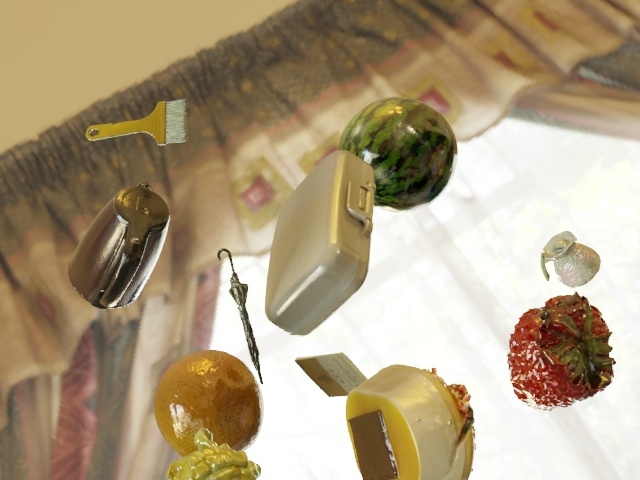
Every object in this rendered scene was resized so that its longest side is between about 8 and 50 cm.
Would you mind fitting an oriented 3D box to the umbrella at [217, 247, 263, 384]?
[{"bbox_3d":[-0.138,0.140,2.086,0.044,0.269,0.044,-19,2,-31],"label":"umbrella"}]

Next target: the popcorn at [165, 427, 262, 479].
[{"bbox_3d":[-0.167,0.376,1.703,0.141,0.162,0.135,-23,10,8],"label":"popcorn"}]

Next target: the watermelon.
[{"bbox_3d":[0.181,-0.202,2.605,0.285,0.285,0.285,-32,-23,-15],"label":"watermelon"}]

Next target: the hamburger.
[{"bbox_3d":[0.154,0.321,1.820,0.151,0.227,0.295,-8,3,-26],"label":"hamburger"}]

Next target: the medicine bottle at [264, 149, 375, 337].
[{"bbox_3d":[0.000,0.000,2.192,0.123,0.375,0.282,32,-53,-20],"label":"medicine bottle"}]

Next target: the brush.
[{"bbox_3d":[-0.340,-0.208,2.024,0.205,0.083,0.011,-6,-14,16],"label":"brush"}]

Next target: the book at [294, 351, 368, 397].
[{"bbox_3d":[0.035,0.318,2.600,0.198,0.138,0.016,-16,30,55],"label":"book"}]

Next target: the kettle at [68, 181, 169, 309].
[{"bbox_3d":[-0.361,0.019,1.980,0.144,0.202,0.232,23,-43,-13],"label":"kettle"}]

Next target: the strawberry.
[{"bbox_3d":[0.508,0.252,2.403,0.261,0.261,0.257,-19,-2,-38],"label":"strawberry"}]

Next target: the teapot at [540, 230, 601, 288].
[{"bbox_3d":[0.329,0.027,1.487,0.083,0.064,0.064,-26,29,38],"label":"teapot"}]

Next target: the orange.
[{"bbox_3d":[-0.261,0.395,2.609,0.274,0.274,0.274,-32,-23,-15],"label":"orange"}]
